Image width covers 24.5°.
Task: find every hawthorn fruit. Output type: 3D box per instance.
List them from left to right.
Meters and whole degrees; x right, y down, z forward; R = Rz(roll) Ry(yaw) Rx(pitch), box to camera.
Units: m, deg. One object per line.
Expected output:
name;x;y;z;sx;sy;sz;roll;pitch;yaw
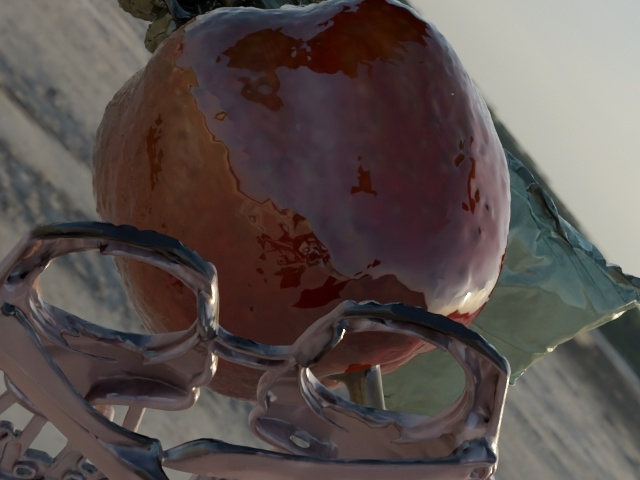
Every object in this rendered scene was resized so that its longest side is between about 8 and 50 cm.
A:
hawthorn fruit;0.000;0.000;1.008;0.287;0.287;0.330;32;42;-71

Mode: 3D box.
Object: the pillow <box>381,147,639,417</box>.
pillow;0.106;0.041;1.378;0.283;0.310;0.138;39;36;-12

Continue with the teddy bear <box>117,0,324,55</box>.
teddy bear;-0.099;-0.241;1.362;0.256;0.156;0.267;49;49;0

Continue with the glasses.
glasses;-0.034;0.089;0.531;0.255;0.162;0.095;20;51;-7
